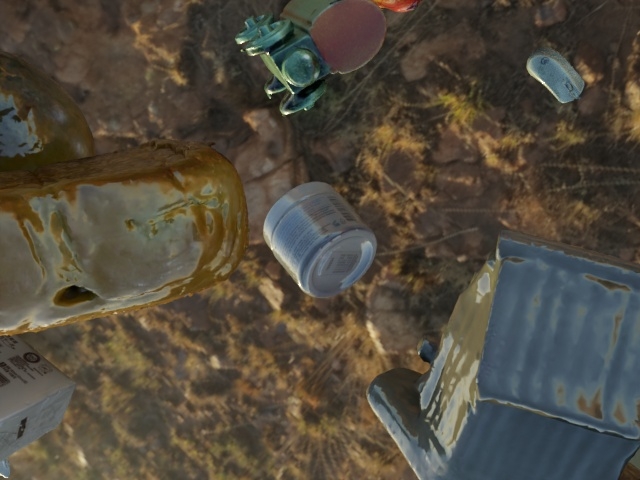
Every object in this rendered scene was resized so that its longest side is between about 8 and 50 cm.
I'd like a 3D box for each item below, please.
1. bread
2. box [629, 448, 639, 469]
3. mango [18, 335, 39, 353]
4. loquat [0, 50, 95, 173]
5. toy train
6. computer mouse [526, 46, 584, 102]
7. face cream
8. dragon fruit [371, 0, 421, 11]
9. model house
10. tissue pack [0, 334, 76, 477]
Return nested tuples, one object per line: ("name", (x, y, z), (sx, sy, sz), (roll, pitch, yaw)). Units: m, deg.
("bread", (-0.253, -0.001, 0.757), (0.337, 0.327, 0.148), (-164, 62, -66))
("box", (0.352, 0.347, 0.957), (0.030, 0.121, 0.193), (-163, 64, -71))
("mango", (-0.497, 0.208, 1.261), (0.136, 0.099, 0.228), (21, 143, 28))
("loquat", (-0.384, -0.128, 0.947), (0.179, 0.179, 0.227), (-5, 142, 41))
("toy train", (-0.011, -0.261, 1.012), (0.116, 0.177, 0.285), (57, -179, -21))
("computer mouse", (0.390, -0.273, 1.287), (0.056, 0.032, 0.110), (-44, 87, 9))
("face cream", (0.000, 0.000, 1.500), (0.153, 0.177, 0.177), (51, 144, 36))
("dragon fruit", (0.140, -0.623, 1.698), (0.198, 0.200, 0.269), (-19, 100, 50))
("model house", (0.145, 0.092, 0.435), (0.229, 0.122, 0.188), (24, 126, 9))
("tissue pack", (-0.481, 0.206, 1.060), (0.229, 0.159, 0.145), (33, 116, 16))
